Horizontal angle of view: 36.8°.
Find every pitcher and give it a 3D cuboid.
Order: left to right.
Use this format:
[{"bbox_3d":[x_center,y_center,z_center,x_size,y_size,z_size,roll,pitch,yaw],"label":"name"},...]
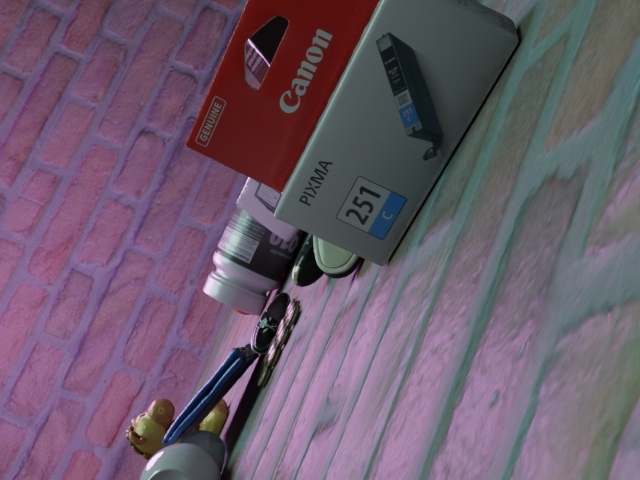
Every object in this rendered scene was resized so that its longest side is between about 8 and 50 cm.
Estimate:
[{"bbox_3d":[-0.221,0.408,1.546,0.207,0.126,0.177,7,-88,-86],"label":"pitcher"}]

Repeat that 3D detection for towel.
[{"bbox_3d":[-0.191,0.269,1.744,0.209,0.034,0.285,-50,-4,0],"label":"towel"}]

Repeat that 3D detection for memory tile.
[{"bbox_3d":[-0.071,0.172,1.634,0.113,0.012,0.148,-122,57,-83],"label":"memory tile"}]

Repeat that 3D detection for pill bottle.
[{"bbox_3d":[-0.133,0.009,2.086,0.161,0.161,0.283,-149,84,-84],"label":"pill bottle"}]

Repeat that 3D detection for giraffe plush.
[{"bbox_3d":[-0.305,0.394,1.970,0.210,0.171,0.181,-69,8,-30],"label":"giraffe plush"}]

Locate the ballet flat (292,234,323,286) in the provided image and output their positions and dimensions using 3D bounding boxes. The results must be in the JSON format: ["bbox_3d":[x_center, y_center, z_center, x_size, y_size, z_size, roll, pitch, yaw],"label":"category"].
[{"bbox_3d":[0.000,0.000,1.483,0.049,0.057,0.173,8,57,37],"label":"ballet flat"}]

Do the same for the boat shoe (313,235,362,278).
[{"bbox_3d":[0.046,-0.037,1.304,0.079,0.084,0.233,66,-154,-45],"label":"boat shoe"}]

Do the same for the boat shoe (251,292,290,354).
[{"bbox_3d":[-0.087,0.147,1.723,0.125,0.046,0.038,-59,-3,-35],"label":"boat shoe"}]

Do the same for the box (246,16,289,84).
[{"bbox_3d":[0.045,-0.405,1.658,0.381,0.143,0.191,-42,8,-7],"label":"box"}]

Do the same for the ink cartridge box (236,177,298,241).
[{"bbox_3d":[-0.007,-0.152,1.627,0.226,0.131,0.306,-51,-1,-21],"label":"ink cartridge box"}]

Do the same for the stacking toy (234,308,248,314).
[{"bbox_3d":[-0.133,0.015,2.247,0.141,0.141,0.330,-122,54,-82],"label":"stacking toy"}]

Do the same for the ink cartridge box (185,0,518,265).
[{"bbox_3d":[0.019,-0.149,1.011,0.066,0.261,0.296,-75,11,-61],"label":"ink cartridge box"}]
